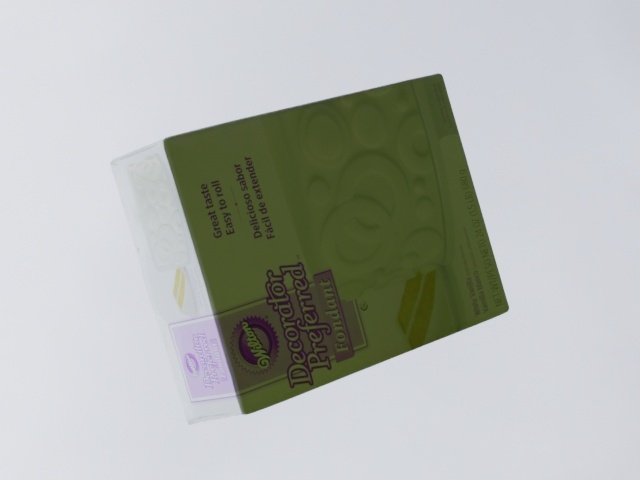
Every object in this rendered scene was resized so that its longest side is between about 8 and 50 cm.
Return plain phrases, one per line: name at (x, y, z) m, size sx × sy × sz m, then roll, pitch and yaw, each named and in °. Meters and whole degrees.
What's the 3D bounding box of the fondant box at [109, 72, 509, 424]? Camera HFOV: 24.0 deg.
fondant box at (0.000, 0.000, 1.349) m, size 0.330 × 0.096 × 0.238 m, roll -18°, pitch -88°, yaw -38°
